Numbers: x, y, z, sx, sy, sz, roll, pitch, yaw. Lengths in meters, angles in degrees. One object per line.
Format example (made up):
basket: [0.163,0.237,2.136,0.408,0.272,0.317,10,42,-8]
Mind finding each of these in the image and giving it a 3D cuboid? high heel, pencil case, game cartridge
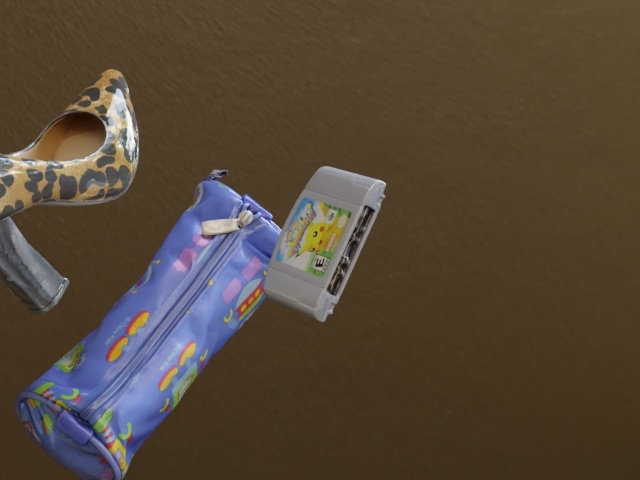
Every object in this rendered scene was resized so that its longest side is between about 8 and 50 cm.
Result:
high heel: [-0.242,-0.093,1.097,0.093,0.261,0.186,-4,-38,27]
pencil case: [-0.144,0.077,1.190,0.119,0.133,0.306,36,-116,4]
game cartridge: [0.000,0.000,0.718,0.017,0.056,0.083,28,-96,-37]
